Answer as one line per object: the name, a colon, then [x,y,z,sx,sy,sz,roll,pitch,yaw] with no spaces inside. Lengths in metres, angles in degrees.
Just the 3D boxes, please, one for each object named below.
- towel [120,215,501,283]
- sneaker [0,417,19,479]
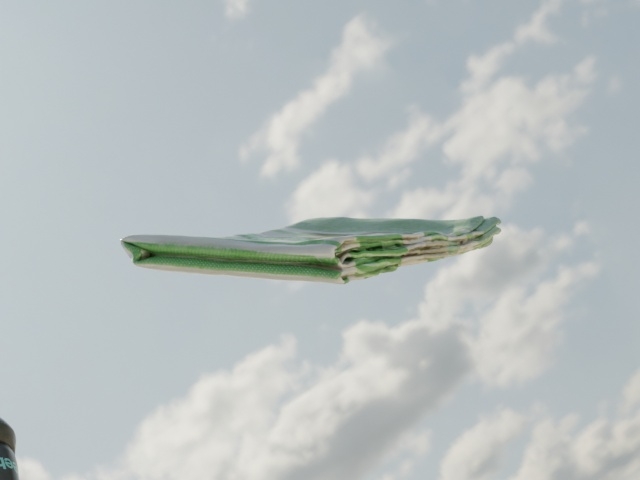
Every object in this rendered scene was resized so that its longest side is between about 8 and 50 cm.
towel: [0.000,0.000,1.211,0.247,0.038,0.325,2,6,32]
sneaker: [-0.292,0.240,0.876,0.101,0.106,0.267,15,-60,-49]
